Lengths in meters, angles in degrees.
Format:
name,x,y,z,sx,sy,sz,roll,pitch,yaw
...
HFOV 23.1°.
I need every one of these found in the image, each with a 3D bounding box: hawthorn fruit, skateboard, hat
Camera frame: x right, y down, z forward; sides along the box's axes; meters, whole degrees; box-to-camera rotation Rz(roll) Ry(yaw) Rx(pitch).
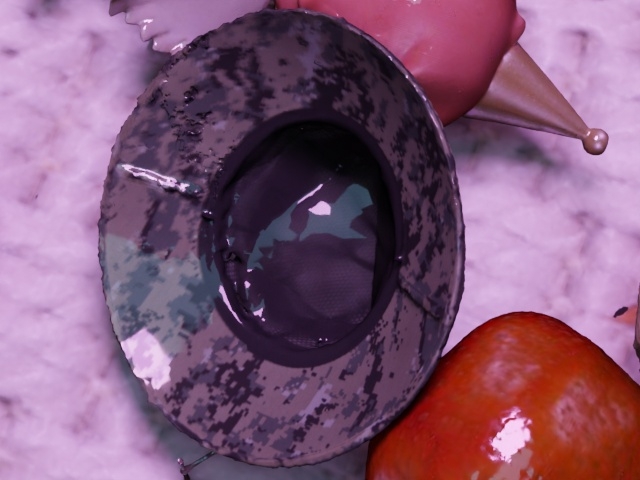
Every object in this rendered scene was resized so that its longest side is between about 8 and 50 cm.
name,x,y,z,sx,sy,sz,roll,pitch,yaw
hawthorn fruit,0.106,0.137,0.899,0.169,0.169,0.188,42,47,8
skateboard,-0.061,0.109,0.978,0.083,0.032,0.064,-33,69,-14
hat,0.000,0.000,0.947,0.266,0.128,0.265,-1,89,31

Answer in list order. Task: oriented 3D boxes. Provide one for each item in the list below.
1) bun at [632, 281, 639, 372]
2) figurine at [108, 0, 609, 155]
name,x,y,z,sx,sy,sz,roll,pitch,yaw
bun,0.282,0.092,0.917,0.146,0.287,0.287,-34,76,30
figurine,0.013,-0.161,1.000,0.387,0.166,0.207,19,108,-1
